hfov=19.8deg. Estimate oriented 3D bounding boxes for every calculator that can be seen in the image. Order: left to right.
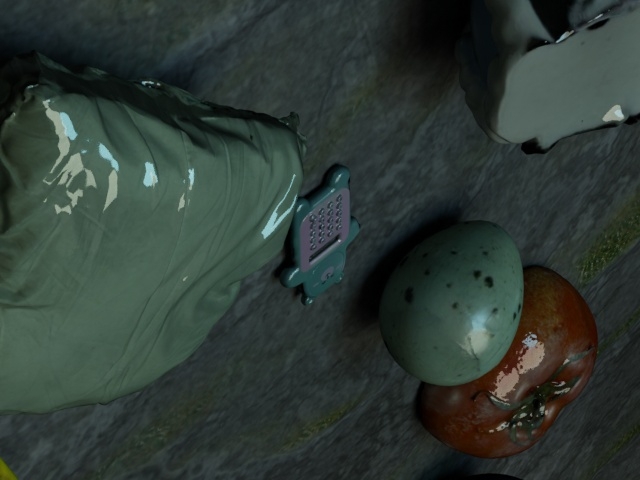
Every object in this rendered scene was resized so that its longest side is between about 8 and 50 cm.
[{"bbox_3d":[0.000,0.000,1.558,0.094,0.019,0.141,-39,149,-27],"label":"calculator"}]

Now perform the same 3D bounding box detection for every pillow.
[{"bbox_3d":[-0.162,0.012,1.217,0.310,0.138,0.283,4,128,-56],"label":"pillow"}]

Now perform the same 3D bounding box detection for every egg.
[{"bbox_3d":[0.128,0.056,1.693,0.164,0.131,0.131,-50,153,-18],"label":"egg"}]

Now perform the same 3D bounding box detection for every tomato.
[{"bbox_3d":[0.213,0.145,1.958,0.237,0.095,0.236,-35,148,-26],"label":"tomato"}]

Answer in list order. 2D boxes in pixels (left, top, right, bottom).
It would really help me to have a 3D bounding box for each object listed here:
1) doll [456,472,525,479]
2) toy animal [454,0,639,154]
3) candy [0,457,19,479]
[{"bbox_3d":[0.173,0.384,2.091,0.198,0.186,0.322,10,138,-25],"label":"doll"},{"bbox_3d":[0.198,-0.185,1.493,0.208,0.156,0.204,-19,144,-20],"label":"toy animal"},{"bbox_3d":[-0.333,0.236,1.273,0.276,0.088,0.146,-42,152,-15],"label":"candy"}]
